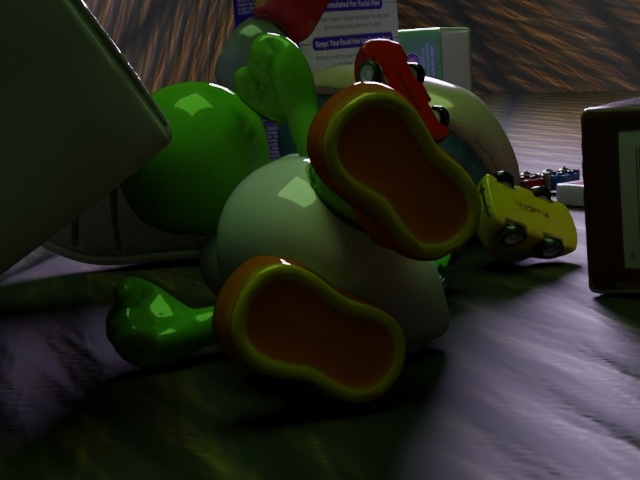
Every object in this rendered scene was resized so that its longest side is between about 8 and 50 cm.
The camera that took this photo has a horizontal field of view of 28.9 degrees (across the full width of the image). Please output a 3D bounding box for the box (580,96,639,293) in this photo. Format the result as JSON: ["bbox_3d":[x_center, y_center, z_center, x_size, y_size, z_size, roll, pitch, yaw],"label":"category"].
[{"bbox_3d":[0.359,-0.055,0.963,0.191,0.143,0.381,2,12,35],"label":"box"}]

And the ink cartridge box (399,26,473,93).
[{"bbox_3d":[0.075,-0.201,1.797,0.272,0.199,0.114,2,10,30],"label":"ink cartridge box"}]

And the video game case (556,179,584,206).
[{"bbox_3d":[0.423,-0.061,1.322,0.285,0.025,0.204,-11,11,-35],"label":"video game case"}]

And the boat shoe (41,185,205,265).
[{"bbox_3d":[-0.149,-0.032,1.148,0.302,0.113,0.103,9,6,4],"label":"boat shoe"}]

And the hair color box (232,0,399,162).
[{"bbox_3d":[0.001,-0.211,1.444,0.110,0.339,0.185,4,12,40],"label":"hair color box"}]

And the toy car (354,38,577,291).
[{"bbox_3d":[0.082,-0.023,0.949,0.053,0.239,0.225,-41,10,39],"label":"toy car"}]

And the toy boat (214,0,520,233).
[{"bbox_3d":[0.024,-0.110,1.138,0.267,0.318,0.148,12,61,43],"label":"toy boat"}]

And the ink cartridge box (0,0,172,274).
[{"bbox_3d":[-0.271,-0.054,0.773,0.285,0.166,0.395,-39,15,-6],"label":"ink cartridge box"}]

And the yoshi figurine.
[{"bbox_3d":[-0.049,-0.024,0.784,0.203,0.203,0.362,-13,8,-13],"label":"yoshi figurine"}]

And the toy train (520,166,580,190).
[{"bbox_3d":[0.233,-0.063,1.411,0.158,0.027,0.036,-8,13,-24],"label":"toy train"}]
